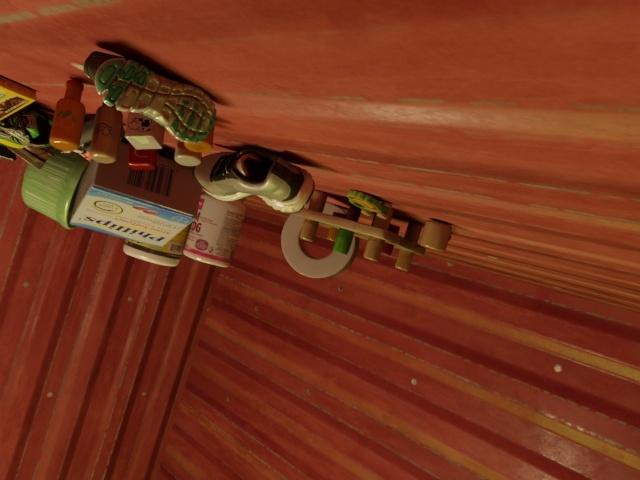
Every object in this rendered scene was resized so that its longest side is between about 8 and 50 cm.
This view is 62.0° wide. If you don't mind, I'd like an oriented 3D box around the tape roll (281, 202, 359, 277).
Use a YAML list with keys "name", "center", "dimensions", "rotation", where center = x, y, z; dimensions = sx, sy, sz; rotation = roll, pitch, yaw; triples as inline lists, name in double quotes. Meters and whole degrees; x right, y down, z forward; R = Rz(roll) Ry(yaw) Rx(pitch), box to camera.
- name: "tape roll"
  center: [0.000, 0.000, 1.542]
  dimensions: [0.219, 0.219, 0.072]
  rotation: [17, 179, 16]

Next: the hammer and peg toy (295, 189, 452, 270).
- name: "hammer and peg toy"
  center: [0.149, -0.005, 1.286]
  dimensions: [0.361, 0.127, 0.266]
  rotation: [17, 179, 32]

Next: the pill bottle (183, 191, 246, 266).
- name: "pill bottle"
  center: [-0.339, -0.067, 1.767]
  dimensions: [0.160, 0.283, 0.160]
  rotation: [17, 179, 0]

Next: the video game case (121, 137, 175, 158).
- name: "video game case"
  center: [-0.404, -0.227, 1.474]
  dimensions: [0.274, 0.026, 0.196]
  rotation: [16, 178, 29]

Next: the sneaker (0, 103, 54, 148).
- name: "sneaker"
  center: [-0.732, -0.293, 1.208]
  dimensions: [0.146, 0.134, 0.343]
  rotation: [5, -179, 16]

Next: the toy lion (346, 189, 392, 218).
- name: "toy lion"
  center: [0.092, -0.079, 1.099]
  dimensions: [0.096, 0.034, 0.100]
  rotation: [25, 176, -28]

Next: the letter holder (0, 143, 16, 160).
- name: "letter holder"
  center: [-1.048, -0.359, 1.584]
  dimensions: [0.302, 0.152, 0.214]
  rotation: [18, -179, -28]

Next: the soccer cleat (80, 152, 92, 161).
- name: "soccer cleat"
  center: [-0.595, -0.227, 1.462]
  dimensions: [0.248, 0.095, 0.083]
  rotation: [23, -169, -46]

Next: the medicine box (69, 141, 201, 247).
- name: "medicine box"
  center: [-0.494, -0.115, 1.427]
  dimensions: [0.264, 0.149, 0.289]
  rotation: [18, 153, -29]

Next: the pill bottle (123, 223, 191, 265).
- name: "pill bottle"
  center: [-0.518, -0.096, 1.775]
  dimensions: [0.188, 0.333, 0.188]
  rotation: [17, 179, 0]

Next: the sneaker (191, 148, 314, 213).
- name: "sneaker"
  center: [-0.137, -0.125, 0.944]
  dimensions: [0.272, 0.100, 0.108]
  rotation: [12, 162, 38]

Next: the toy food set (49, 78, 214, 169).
- name: "toy food set"
  center: [-0.265, -0.175, 0.793]
  dimensions: [0.232, 0.104, 0.111]
  rotation: [-1, 163, 6]

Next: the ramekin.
- name: "ramekin"
  center: [-0.766, -0.200, 1.621]
  dimensions: [0.148, 0.303, 0.303]
  rotation: [24, 178, -9]

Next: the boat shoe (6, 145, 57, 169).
- name: "boat shoe"
  center: [-0.830, -0.321, 1.382]
  dimensions: [0.111, 0.104, 0.307]
  rotation: [30, 169, 49]

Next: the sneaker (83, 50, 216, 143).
- name: "sneaker"
  center: [-0.185, -0.163, 0.591]
  dimensions: [0.076, 0.065, 0.166]
  rotation: [36, -174, 31]

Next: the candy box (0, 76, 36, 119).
- name: "candy box"
  center: [-0.670, -0.267, 1.043]
  dimensions: [0.206, 0.027, 0.105]
  rotation: [-16, 161, 26]

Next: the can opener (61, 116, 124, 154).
- name: "can opener"
  center: [-0.538, -0.248, 1.219]
  dimensions: [0.074, 0.093, 0.280]
  rotation: [15, 172, -42]
